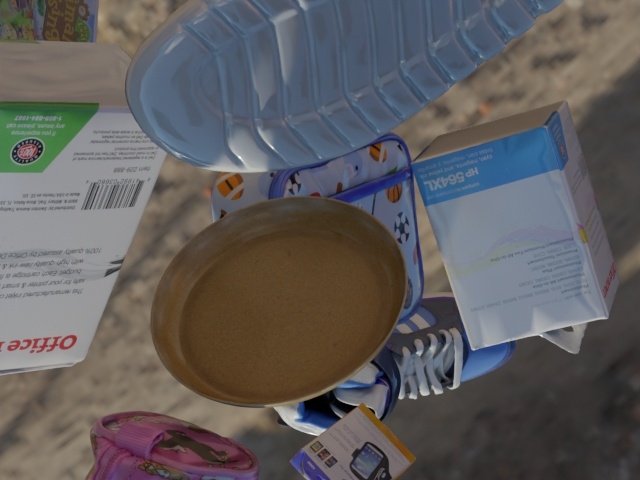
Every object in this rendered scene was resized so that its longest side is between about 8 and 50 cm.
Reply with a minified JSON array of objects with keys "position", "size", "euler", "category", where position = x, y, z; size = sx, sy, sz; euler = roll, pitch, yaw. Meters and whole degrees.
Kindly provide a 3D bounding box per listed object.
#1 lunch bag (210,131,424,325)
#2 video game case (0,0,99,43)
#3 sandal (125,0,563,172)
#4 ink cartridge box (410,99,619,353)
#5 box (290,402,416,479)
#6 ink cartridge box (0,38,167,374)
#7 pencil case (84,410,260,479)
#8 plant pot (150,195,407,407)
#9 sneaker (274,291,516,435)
[{"position":[0.000,0.000,2.108],"size":[0.303,0.115,0.243],"euler":[-22,110,-56],"category":"lunch bag"},{"position":[-0.302,-0.245,2.022],"size":[0.023,0.212,0.193],"euler":[-6,167,33],"category":"video game case"},{"position":[0.047,-0.180,1.461],"size":[0.416,0.102,0.169],"euler":[-26,118,-6],"category":"sandal"},{"position":[0.126,-0.002,1.203],"size":[0.090,0.143,0.092],"euler":[-15,-170,18],"category":"ink cartridge box"},{"position":[0.029,0.223,1.929],"size":[0.136,0.081,0.028],"euler":[-31,164,-50],"category":"box"},{"position":[-0.277,-0.027,1.726],"size":[0.211,0.121,0.289],"euler":[-3,126,-45],"category":"ink cartridge box"},{"position":[-0.179,0.342,1.746],"size":[0.167,0.160,0.386],"euler":[-94,-157,-82],"category":"pencil case"},{"position":[-0.035,0.059,1.728],"size":[0.236,0.236,0.032],"euler":[-35,140,-12],"category":"plant pot"},{"position":[0.093,0.166,2.315],"size":[0.323,0.236,0.130],"euler":[0,115,-5],"category":"sneaker"}]
